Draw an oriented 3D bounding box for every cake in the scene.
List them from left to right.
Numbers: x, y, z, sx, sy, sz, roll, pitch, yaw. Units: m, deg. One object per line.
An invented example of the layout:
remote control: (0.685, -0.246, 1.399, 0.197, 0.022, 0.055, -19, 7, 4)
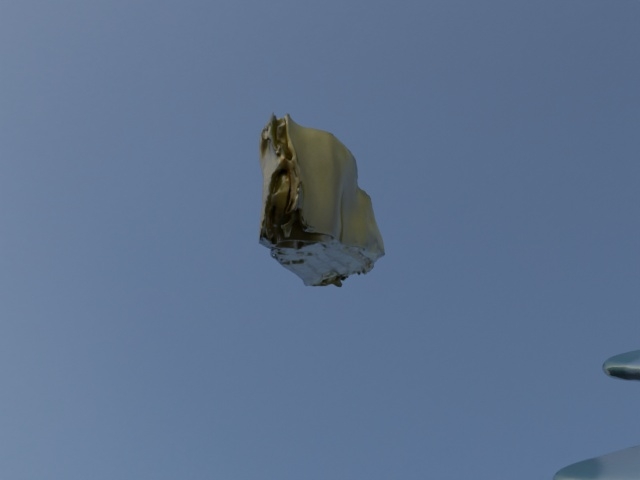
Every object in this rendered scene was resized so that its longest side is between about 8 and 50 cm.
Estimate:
cake: (0.004, -0.001, 0.778, 0.080, 0.116, 0.185, -6, -46, 5)

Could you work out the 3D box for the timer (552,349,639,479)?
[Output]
timer: (0.228, 0.060, 0.329, 0.255, 0.175, 0.175, -36, -88, 26)
